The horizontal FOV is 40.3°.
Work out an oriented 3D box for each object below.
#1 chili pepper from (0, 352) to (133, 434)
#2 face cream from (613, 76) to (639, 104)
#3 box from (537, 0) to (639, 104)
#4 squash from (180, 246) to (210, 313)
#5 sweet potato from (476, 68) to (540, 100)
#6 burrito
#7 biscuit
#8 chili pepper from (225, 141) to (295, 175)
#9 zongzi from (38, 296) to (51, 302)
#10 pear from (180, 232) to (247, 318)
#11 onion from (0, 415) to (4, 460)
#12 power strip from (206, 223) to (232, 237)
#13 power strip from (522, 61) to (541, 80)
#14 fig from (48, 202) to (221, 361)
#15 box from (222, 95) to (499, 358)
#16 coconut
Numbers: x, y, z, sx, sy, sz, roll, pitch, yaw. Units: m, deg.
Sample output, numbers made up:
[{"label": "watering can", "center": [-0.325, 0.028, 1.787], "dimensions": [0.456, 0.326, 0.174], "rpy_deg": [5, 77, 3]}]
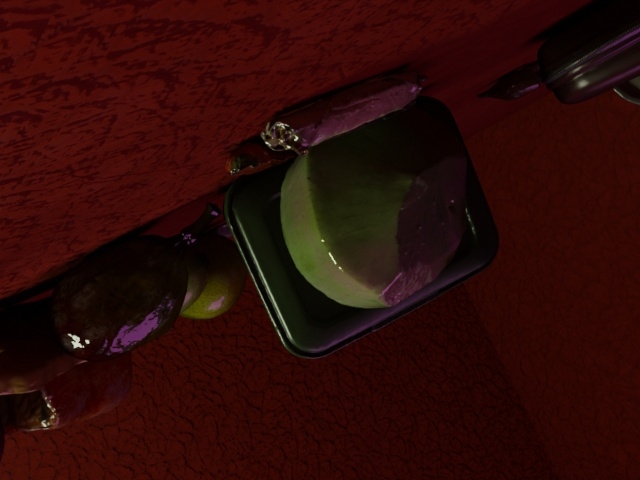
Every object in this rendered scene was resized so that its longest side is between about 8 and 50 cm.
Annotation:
[{"label": "chili pepper", "center": [-0.500, 0.248, 1.538], "dimensions": [0.229, 0.251, 0.305], "rpy_deg": [-63, 169, 15]}, {"label": "face cream", "center": [0.598, -0.326, 1.545], "dimensions": [0.175, 0.175, 0.195], "rpy_deg": [-26, -179, 29]}, {"label": "box", "center": [0.474, -0.302, 1.122], "dimensions": [0.404, 0.108, 0.263], "rpy_deg": [-26, -179, 39]}, {"label": "squash", "center": [-0.304, 0.088, 1.514], "dimensions": [0.247, 0.132, 0.132], "rpy_deg": [-28, 179, 15]}, {"label": "sweet potato", "center": [0.326, -0.269, 1.525], "dimensions": [0.117, 0.049, 0.049], "rpy_deg": [-14, -173, 33]}, {"label": "burrito", "center": [0.027, -0.123, 0.819], "dimensions": [0.186, 0.041, 0.045], "rpy_deg": [-25, 138, -37]}, {"label": "biscuit", "center": [-0.391, 0.140, 1.238], "dimensions": [0.202, 0.047, 0.334], "rpy_deg": [11, -162, 22]}, {"label": "chili pepper", "center": [-0.053, -0.088, 0.891], "dimensions": [0.045, 0.027, 0.178], "rpy_deg": [-22, -179, 21]}, {"label": "zongzi", "center": [-0.463, 0.118, 1.453], "dimensions": [0.073, 0.067, 0.083], "rpy_deg": [-38, -161, -3]}, {"label": "pear", "center": [-0.247, 0.074, 1.642], "dimensions": [0.216, 0.166, 0.180], "rpy_deg": [-14, -169, -22]}, {"label": "onion", "center": [-0.600, 0.301, 1.315], "dimensions": [0.231, 0.272, 0.256], "rpy_deg": [-17, 161, -40]}, {"label": "power strip", "center": [-0.283, 0.026, 1.806], "dimensions": [0.253, 0.027, 0.060], "rpy_deg": [-26, 180, 26]}, {"label": "power strip", "center": [0.386, -0.300, 1.591], "dimensions": [0.056, 0.032, 0.123], "rpy_deg": [-26, 180, -8]}, {"label": "fig", "center": [-0.229, 0.048, 1.145], "dimensions": [0.274, 0.145, 0.170], "rpy_deg": [-40, 178, 16]}, {"label": "box", "center": [0.043, -0.021, 1.162], "dimensions": [0.329, 0.252, 0.178], "rpy_deg": [-25, -171, -14]}, {"label": "coconut", "center": [0.063, -0.042, 0.945], "dimensions": [0.236, 0.204, 0.236], "rpy_deg": [-41, -176, 4]}]
